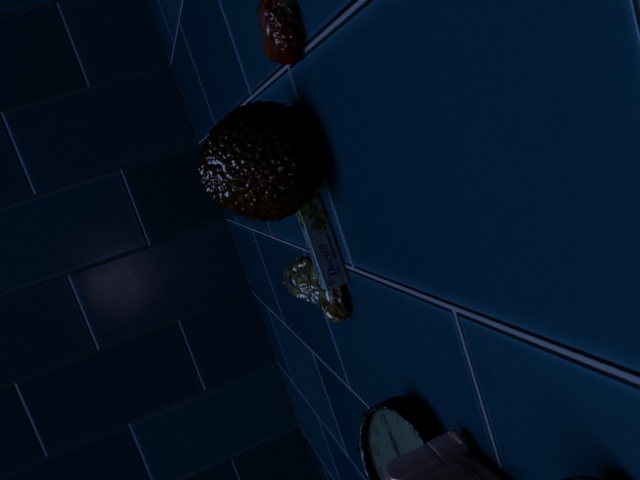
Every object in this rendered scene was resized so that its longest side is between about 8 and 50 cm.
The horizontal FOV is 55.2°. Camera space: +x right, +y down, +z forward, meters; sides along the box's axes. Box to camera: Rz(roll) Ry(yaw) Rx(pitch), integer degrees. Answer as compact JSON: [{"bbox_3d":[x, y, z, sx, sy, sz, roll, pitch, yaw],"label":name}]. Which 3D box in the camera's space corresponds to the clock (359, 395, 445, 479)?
[{"bbox_3d":[0.122,0.321,0.890,0.185,0.040,0.184,19,113,53],"label":"clock"}]

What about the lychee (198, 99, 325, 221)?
[{"bbox_3d":[-0.087,-0.118,0.923,0.194,0.195,0.194,159,90,-77],"label":"lychee"}]

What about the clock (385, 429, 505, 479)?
[{"bbox_3d":[0.179,0.381,0.693,0.241,0.143,0.227,70,167,-16],"label":"clock"}]

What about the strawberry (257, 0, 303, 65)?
[{"bbox_3d":[-0.063,-0.288,0.846,0.152,0.048,0.103,176,77,-73],"label":"strawberry"}]

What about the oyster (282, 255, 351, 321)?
[{"bbox_3d":[-0.020,0.094,1.216,0.128,0.079,0.345,63,165,-9],"label":"oyster"}]

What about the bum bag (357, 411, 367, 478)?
[{"bbox_3d":[0.115,0.344,1.011,0.248,0.060,0.123,-39,63,60],"label":"bum bag"}]

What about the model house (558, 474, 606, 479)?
[{"bbox_3d":[0.171,0.354,0.505,0.184,0.253,0.291,61,175,44],"label":"model house"}]

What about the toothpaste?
[{"bbox_3d":[0.000,0.000,1.029,0.164,0.046,0.034,71,163,-7],"label":"toothpaste"}]
